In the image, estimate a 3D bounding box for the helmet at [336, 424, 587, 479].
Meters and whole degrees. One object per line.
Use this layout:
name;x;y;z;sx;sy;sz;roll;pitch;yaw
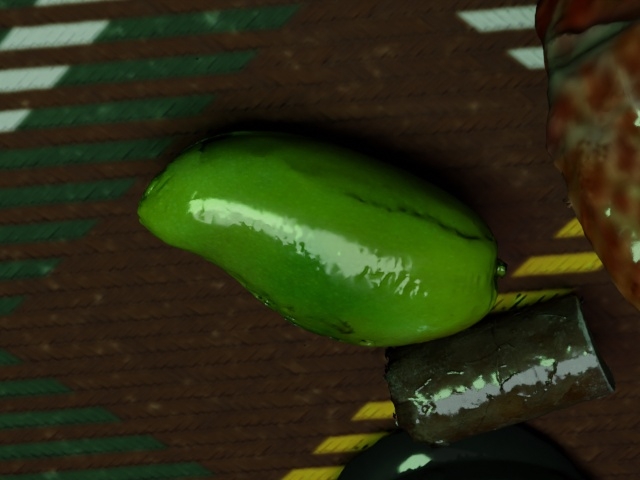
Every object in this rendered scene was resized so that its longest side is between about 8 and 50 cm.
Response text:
helmet;0.113;0.275;1.425;0.231;0.160;0.279;-13;127;11

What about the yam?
yam;0.119;0.088;1.338;0.141;0.079;0.079;-19;125;12

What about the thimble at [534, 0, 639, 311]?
thimble;0.284;-0.045;1.081;0.231;0.350;0.350;-28;122;20

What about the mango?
mango;0.000;0.000;1.249;0.233;0.111;0.125;12;121;-8
